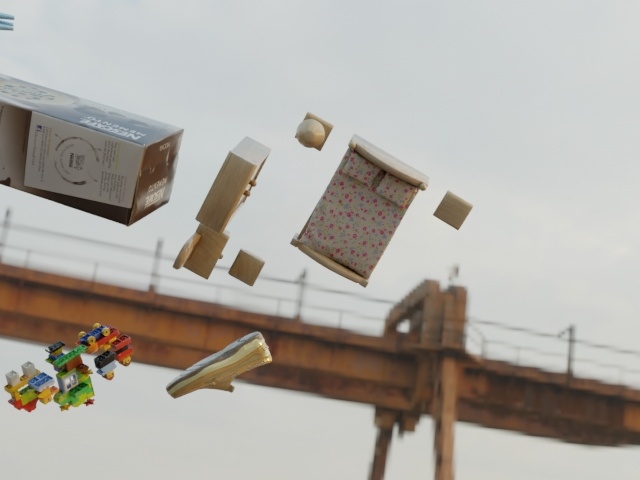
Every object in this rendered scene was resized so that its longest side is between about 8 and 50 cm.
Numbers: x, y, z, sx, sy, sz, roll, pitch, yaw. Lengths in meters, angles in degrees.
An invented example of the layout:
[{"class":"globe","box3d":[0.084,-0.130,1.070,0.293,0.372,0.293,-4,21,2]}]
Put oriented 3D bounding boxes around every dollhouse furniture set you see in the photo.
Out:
[{"class":"dollhouse furniture set","box3d":[0.000,0.000,1.772,0.355,0.303,0.174,29,16,-1]}]

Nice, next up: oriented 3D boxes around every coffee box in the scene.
[{"class":"coffee box","box3d":[-0.361,-0.132,1.651,0.297,0.119,0.168,18,16,8]}]

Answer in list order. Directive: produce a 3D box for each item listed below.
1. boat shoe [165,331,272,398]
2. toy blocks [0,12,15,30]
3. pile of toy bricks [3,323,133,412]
[{"class":"boat shoe","box3d":[-0.171,0.232,2.039,0.190,0.072,0.068,-28,9,-7]},{"class":"toy blocks","box3d":[-0.541,-0.337,1.805,0.148,0.054,0.123,5,15,-19]},{"class":"pile of toy bricks","box3d":[-0.401,0.231,1.951,0.118,0.212,0.105,19,-52,39]}]
